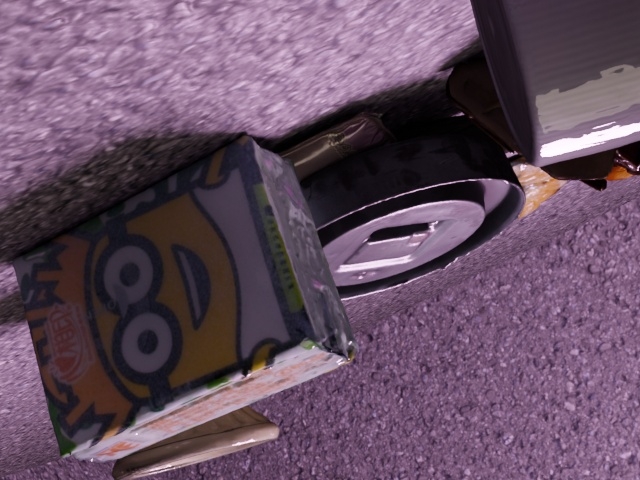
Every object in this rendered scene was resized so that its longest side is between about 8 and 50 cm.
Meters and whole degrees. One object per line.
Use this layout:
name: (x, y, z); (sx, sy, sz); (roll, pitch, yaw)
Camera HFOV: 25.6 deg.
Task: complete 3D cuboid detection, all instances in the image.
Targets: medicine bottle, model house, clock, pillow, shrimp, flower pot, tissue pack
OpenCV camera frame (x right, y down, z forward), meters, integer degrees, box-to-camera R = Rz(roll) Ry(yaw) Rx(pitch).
medicine bottle: (0.258, -0.184, 0.928); (0.306, 0.245, 0.245); (-16, 172, 4)
model house: (0.256, -0.127, 1.464); (0.141, 0.203, 0.164); (-46, 156, 10)
clock: (0.075, -0.019, 1.607); (0.318, 0.066, 0.319); (-17, 160, -6)
pillow: (-0.032, -0.076, 1.511); (0.232, 0.038, 0.130); (-23, 163, 10)
shrimp: (0.232, -0.052, 2.270); (0.365, 0.071, 0.233); (-27, 161, 27)
flower pot: (-0.177, 0.158, 1.770); (0.307, 0.244, 0.307); (-13, 171, -2)
tissue pack: (-0.142, 0.067, 1.427); (0.310, 0.228, 0.128); (-25, 160, 19)

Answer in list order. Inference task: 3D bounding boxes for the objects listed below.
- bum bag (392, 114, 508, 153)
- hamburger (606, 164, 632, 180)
bum bag: (0.096, -0.089, 1.655); (0.326, 0.080, 0.142); (-20, 164, 4)
hamburger: (0.399, -0.168, 1.716); (0.243, 0.139, 0.262); (-24, 169, 3)
